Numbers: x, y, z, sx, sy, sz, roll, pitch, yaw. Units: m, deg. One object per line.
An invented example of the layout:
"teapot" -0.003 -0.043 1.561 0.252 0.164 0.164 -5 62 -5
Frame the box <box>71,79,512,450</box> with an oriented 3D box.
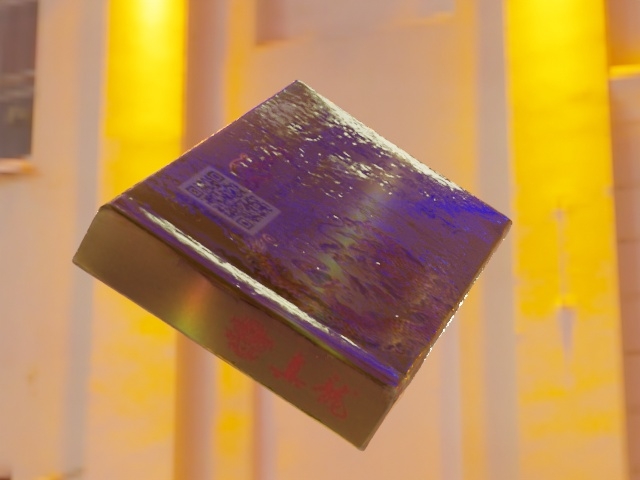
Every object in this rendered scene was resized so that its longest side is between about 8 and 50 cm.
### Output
"box" 0.000 0.000 0.960 0.173 0.043 0.311 33 23 5
